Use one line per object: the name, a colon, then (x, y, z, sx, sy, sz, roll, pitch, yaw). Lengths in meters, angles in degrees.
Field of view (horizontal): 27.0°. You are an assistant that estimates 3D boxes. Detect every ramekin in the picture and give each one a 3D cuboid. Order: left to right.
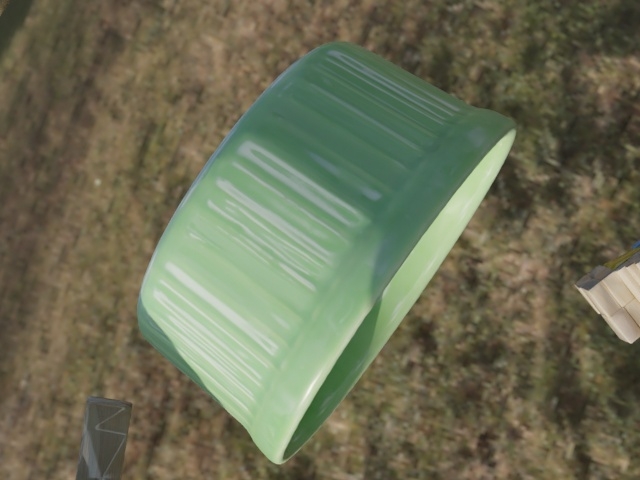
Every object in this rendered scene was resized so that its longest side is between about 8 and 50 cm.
ramekin: (0.000, 0.000, 0.988, 0.303, 0.148, 0.303, -53, -9, -12)

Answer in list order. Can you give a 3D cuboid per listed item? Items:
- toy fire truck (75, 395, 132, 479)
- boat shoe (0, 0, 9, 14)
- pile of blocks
toy fire truck: (-0.263, 0.266, 1.186, 0.158, 0.217, 0.246, -48, 29, 43)
boat shoe: (-0.166, -0.035, 0.500, 0.153, 0.048, 0.056, -64, 23, 16)
pile of blocks: (0.451, 0.027, 1.526, 0.149, 0.113, 0.362, -42, 5, -35)
